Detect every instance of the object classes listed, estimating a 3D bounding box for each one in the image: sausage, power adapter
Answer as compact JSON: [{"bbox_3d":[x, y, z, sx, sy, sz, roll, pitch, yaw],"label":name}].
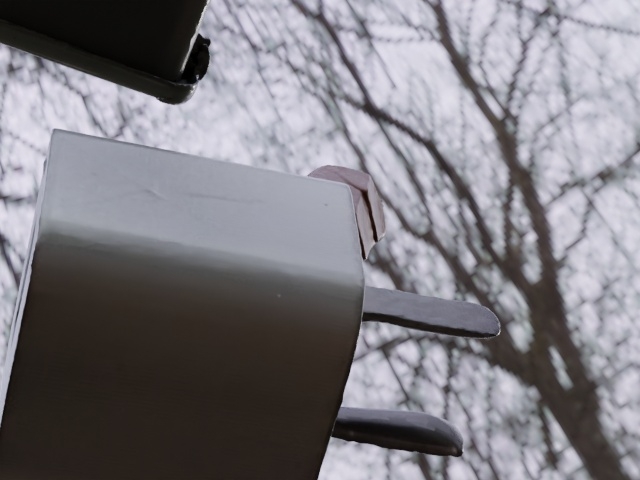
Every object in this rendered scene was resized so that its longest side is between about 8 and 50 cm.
[{"bbox_3d":[-0.001,0.000,1.066,0.065,0.169,0.065,3,-71,9],"label":"sausage"},{"bbox_3d":[-0.028,0.044,0.814,0.205,0.125,0.130,12,-63,-11],"label":"power adapter"}]

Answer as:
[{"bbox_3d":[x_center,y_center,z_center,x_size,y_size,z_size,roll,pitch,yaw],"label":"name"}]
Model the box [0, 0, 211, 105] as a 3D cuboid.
[{"bbox_3d":[-0.154,-0.192,1.056,0.243,0.163,0.135,19,-68,-23],"label":"box"}]
